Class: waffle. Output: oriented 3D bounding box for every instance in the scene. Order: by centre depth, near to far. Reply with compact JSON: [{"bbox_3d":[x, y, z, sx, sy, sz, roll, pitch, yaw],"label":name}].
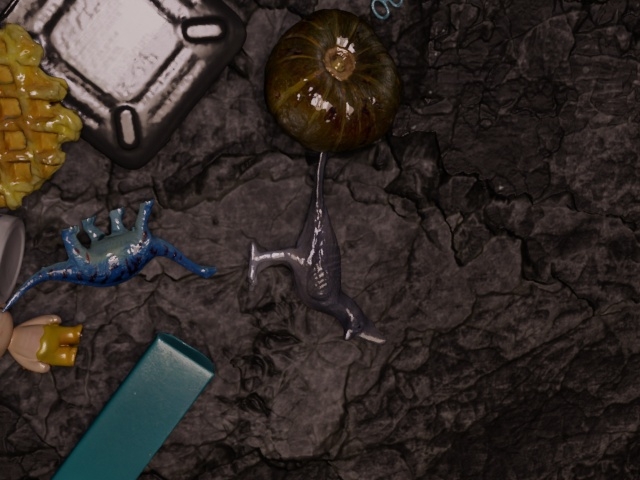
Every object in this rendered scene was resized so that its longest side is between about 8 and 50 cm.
[{"bbox_3d":[-0.497,-0.176,0.897,0.325,0.068,0.302,-42,114,17],"label":"waffle"}]

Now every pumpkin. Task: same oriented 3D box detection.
[{"bbox_3d":[0.014,-0.231,1.017,0.218,0.162,0.219,5,75,-20],"label":"pumpkin"}]

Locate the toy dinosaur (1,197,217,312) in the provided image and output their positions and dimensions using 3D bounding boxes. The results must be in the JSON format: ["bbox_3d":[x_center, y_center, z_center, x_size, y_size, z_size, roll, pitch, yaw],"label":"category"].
[{"bbox_3d":[-0.320,0.011,1.020,0.328,0.076,0.145,-9,101,-30],"label":"toy dinosaur"}]

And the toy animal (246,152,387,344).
[{"bbox_3d":[-0.029,0.026,1.106,0.205,0.081,0.367,-16,99,-7],"label":"toy animal"}]

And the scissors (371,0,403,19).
[{"bbox_3d":[0.084,-0.414,1.064,0.058,0.014,0.119,-44,113,-3],"label":"scissors"}]

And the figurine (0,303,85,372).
[{"bbox_3d":[-0.485,0.138,0.984,0.246,0.131,0.157,16,64,-17],"label":"figurine"}]

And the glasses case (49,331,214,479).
[{"bbox_3d":[-0.309,0.300,1.101,0.117,0.070,0.301,37,93,-14],"label":"glasses case"}]

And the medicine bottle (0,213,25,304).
[{"bbox_3d":[-0.596,-0.002,0.903,0.340,0.130,0.131,11,100,-10],"label":"medicine bottle"}]

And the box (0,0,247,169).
[{"bbox_3d":[-0.291,-0.286,0.960,0.289,0.073,0.290,40,91,-20],"label":"box"}]
